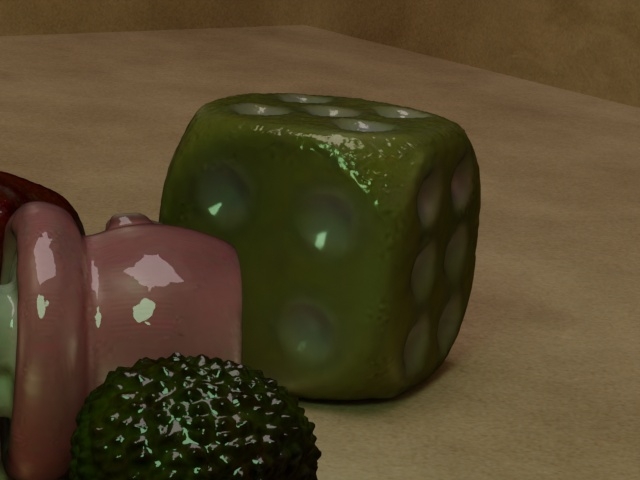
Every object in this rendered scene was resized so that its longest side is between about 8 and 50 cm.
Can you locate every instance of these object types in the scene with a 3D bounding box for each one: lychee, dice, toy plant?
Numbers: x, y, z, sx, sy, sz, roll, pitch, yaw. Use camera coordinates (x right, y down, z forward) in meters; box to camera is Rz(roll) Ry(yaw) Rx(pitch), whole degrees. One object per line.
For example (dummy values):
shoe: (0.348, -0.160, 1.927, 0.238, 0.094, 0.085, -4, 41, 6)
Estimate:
lychee: (-0.083, 0.147, 1.294, 0.171, 0.171, 0.171, 4, 14, -1)
dice: (0.000, 0.000, 1.751, 0.233, 0.238, 0.227, 9, 14, 22)
toy plant: (-0.239, 0.086, 1.471, 0.356, 0.211, 0.317, -3, -18, -13)

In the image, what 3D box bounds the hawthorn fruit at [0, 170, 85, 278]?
hawthorn fruit: (-0.309, 0.025, 1.700, 0.202, 0.185, 0.185, 9, 14, 33)
